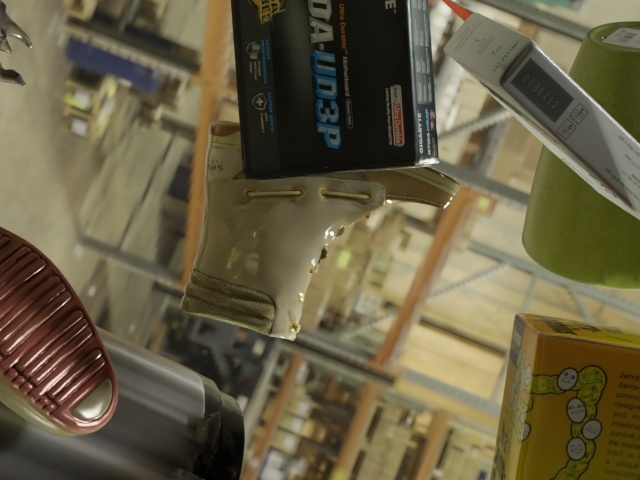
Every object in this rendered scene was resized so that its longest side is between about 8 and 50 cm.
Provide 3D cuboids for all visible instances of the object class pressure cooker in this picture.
[{"bbox_3d":[-0.273,0.278,1.516,0.375,0.420,0.370,-54,-158,23],"label":"pressure cooker"}]

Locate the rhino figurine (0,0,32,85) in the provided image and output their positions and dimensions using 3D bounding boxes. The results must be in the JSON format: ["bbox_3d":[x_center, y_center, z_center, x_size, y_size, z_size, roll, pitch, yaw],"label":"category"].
[{"bbox_3d":[-0.299,-0.141,0.997,0.243,0.073,0.106,-15,90,-58],"label":"rhino figurine"}]

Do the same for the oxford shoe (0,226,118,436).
[{"bbox_3d":[-0.364,0.056,1.333,0.146,0.397,0.140,-48,175,34],"label":"oxford shoe"}]

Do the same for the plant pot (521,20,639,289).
[{"bbox_3d":[0.407,-0.127,1.791,0.275,0.275,0.293,-64,155,-60],"label":"plant pot"}]

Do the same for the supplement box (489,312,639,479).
[{"bbox_3d":[0.276,0.269,1.390,0.194,0.195,0.356,-65,163,-87],"label":"supplement box"}]

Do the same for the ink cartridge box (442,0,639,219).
[{"bbox_3d":[0.235,-0.143,1.451,0.060,0.275,0.239,-51,-150,4],"label":"ink cartridge box"}]

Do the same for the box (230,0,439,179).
[{"bbox_3d":[0.009,-0.167,1.197,0.051,0.175,0.220,-7,94,-61],"label":"box"}]

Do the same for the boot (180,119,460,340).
[{"bbox_3d":[0.000,0.000,1.351,0.095,0.262,0.203,-162,-98,-68],"label":"boot"}]
